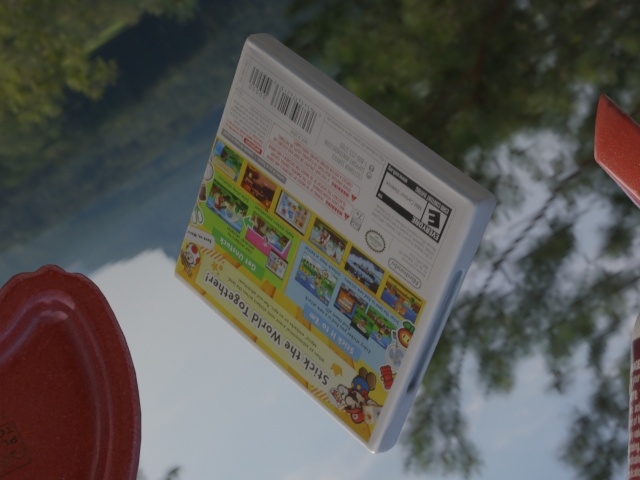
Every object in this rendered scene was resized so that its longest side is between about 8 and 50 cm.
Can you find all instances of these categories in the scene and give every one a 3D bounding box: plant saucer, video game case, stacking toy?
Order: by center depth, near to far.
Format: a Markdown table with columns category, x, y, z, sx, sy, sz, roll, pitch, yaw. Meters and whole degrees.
| category | x | y | z | sx | sy | sz | roll | pitch | yaw |
| --- | --- | --- | --- | --- | --- | --- | --- | --- | --- |
| stacking toy | -0.260 | 0.076 | 0.731 | 0.309 | 0.279 | 0.130 | -15 | 169 | -20 |
| video game case | 0.000 | 0.000 | 1.022 | 0.026 | 0.227 | 0.206 | -13 | 132 | -46 |
| plant saucer | 0.342 | 0.001 | 1.286 | 0.048 | 0.258 | 0.259 | -46 | 157 | 7 |

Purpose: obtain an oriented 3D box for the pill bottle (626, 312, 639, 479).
| category | x | y | z | sx | sy | sz | roll | pitch | yaw |
| --- | --- | --- | --- | --- | --- | --- | --- | --- | --- |
| pill bottle | 0.321 | 0.150 | 1.005 | 0.224 | 0.392 | 0.224 | 5 | 168 | 1 |
